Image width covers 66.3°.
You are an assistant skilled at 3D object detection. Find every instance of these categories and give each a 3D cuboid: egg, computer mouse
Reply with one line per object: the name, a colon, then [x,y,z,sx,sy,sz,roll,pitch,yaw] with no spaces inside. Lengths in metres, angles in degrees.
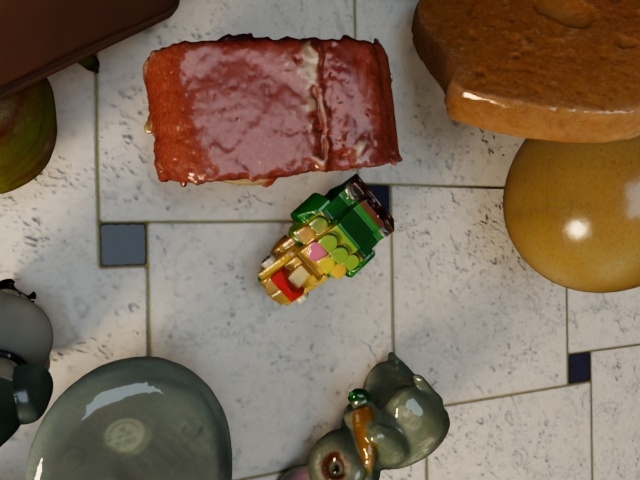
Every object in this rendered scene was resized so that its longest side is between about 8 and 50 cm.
egg: [0.396,-0.080,0.680,0.250,0.250,0.322,37,68,-17]
computer mouse: [-0.191,0.292,0.525,0.189,0.122,0.370,-6,99,-22]

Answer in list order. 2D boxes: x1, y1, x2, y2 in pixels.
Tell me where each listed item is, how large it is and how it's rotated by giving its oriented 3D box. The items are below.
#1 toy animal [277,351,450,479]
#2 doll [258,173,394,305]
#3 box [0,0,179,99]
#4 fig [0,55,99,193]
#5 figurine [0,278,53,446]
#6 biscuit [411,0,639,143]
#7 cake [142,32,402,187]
toy animal: [0.051,0.272,0.623,0.251,0.125,0.127,-44,76,-9]
doll: [0.002,0.001,0.602,0.186,0.134,0.106,-43,106,-8]
box: [-0.236,-0.302,0.380,0.239,0.229,0.339,48,46,-15]
fig: [-0.311,-0.134,0.466,0.148,0.142,0.186,34,91,-44]
figurine: [-0.313,0.113,0.457,0.126,0.192,0.147,-5,130,-9]
biscuit: [0.328,-0.288,0.644,0.455,0.350,0.078,-41,148,-19]
cake: [-0.049,-0.136,0.552,0.283,0.177,0.150,-10,94,-15]
